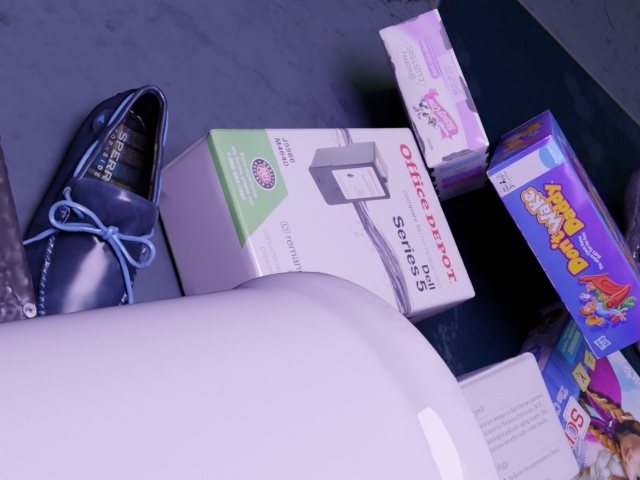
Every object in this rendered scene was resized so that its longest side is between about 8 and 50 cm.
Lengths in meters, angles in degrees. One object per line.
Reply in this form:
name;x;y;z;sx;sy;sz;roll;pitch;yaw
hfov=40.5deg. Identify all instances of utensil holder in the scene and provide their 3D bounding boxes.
utensil holder;-0.142;0.197;0.475;0.385;0.327;0.328;-5;73;-39

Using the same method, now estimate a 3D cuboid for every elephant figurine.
elephant figurine;0.478;0.007;1.256;0.186;0.169;0.239;35;60;15

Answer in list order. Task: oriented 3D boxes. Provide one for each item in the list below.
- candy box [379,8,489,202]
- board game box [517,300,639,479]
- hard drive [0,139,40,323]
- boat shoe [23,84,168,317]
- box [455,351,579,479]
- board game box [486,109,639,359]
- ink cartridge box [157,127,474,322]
candy box;0.135;-0.147;1.000;0.196;0.070;0.165;38;34;-77
board game box;0.330;0.283;1.030;0.318;0.066;0.319;50;45;-10
hard drive;-0.335;-0.027;0.596;0.236;0.064;0.339;-5;74;-43
boat shoe;-0.185;-0.026;0.711;0.109;0.089;0.258;21;57;-33
box;0.100;0.198;0.785;0.182;0.181;0.119;-12;77;-44
board game box;0.302;-0.028;1.052;0.233;0.078;0.347;59;18;-3
ink cartridge box;0.000;0.000;0.844;0.272;0.114;0.198;-9;75;-44
